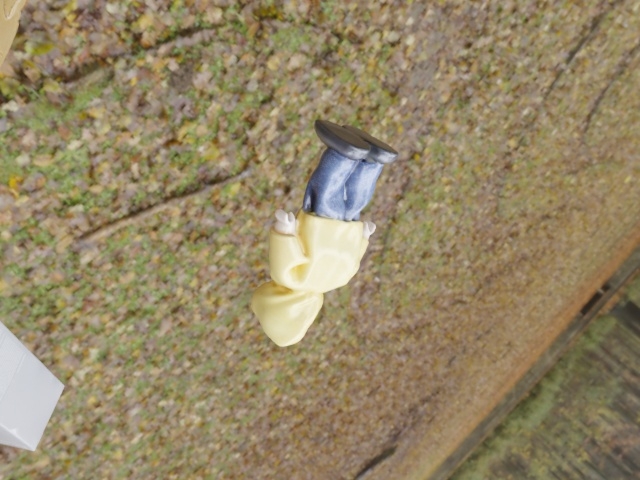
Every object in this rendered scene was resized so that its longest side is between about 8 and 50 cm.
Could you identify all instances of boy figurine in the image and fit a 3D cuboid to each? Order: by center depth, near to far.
[{"bbox_3d":[0.000,0.000,0.886,0.177,0.092,0.285,-3,124,-47],"label":"boy figurine"}]

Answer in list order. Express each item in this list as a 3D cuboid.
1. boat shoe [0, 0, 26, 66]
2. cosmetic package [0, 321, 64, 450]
[{"bbox_3d":[-0.215,-0.181,0.417,0.277,0.096,0.098,-45,-177,25],"label":"boat shoe"},{"bbox_3d":[-0.419,0.162,0.853,0.238,0.127,0.107,84,19,-55],"label":"cosmetic package"}]
